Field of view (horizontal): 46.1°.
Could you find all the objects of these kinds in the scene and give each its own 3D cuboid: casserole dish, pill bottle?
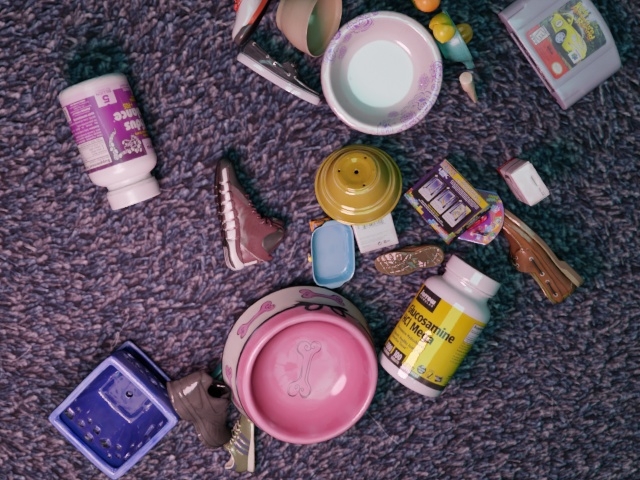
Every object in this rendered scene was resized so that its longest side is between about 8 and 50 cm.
[{"bbox_3d":[0.028,0.031,1.906,0.114,0.037,0.188,-11,115,-15],"label":"casserole dish"},{"bbox_3d":[-0.493,-0.234,1.798,0.169,0.169,0.301,-19,101,2],"label":"pill bottle"},{"bbox_3d":[0.305,0.210,1.893,0.188,0.188,0.334,30,98,-7],"label":"pill bottle"}]

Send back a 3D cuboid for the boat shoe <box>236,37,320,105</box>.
[{"bbox_3d":[-0.090,-0.414,1.830,0.228,0.080,0.076,32,99,1],"label":"boat shoe"}]

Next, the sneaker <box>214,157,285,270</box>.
[{"bbox_3d":[-0.173,-0.073,1.887,0.163,0.106,0.281,-9,98,-18],"label":"sneaker"}]

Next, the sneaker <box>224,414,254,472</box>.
[{"bbox_3d":[-0.219,0.530,1.996,0.086,0.064,0.192,0,103,-7],"label":"sneaker"}]

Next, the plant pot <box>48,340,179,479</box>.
[{"bbox_3d":[-0.498,0.408,1.891,0.236,0.212,0.236,-43,99,7],"label":"plant pot"}]

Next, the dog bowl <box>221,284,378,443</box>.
[{"bbox_3d":[-0.038,0.325,1.885,0.408,0.150,0.408,-3,102,-14],"label":"dog bowl"}]

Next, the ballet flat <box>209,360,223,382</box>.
[{"bbox_3d":[-0.268,0.382,1.962,0.247,0.083,0.087,-44,107,6],"label":"ballet flat"}]

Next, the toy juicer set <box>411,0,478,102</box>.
[{"bbox_3d":[0.318,-0.474,1.760,0.089,0.209,0.329,-30,99,12],"label":"toy juicer set"}]

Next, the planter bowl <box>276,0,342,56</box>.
[{"bbox_3d":[-0.036,-0.528,1.778,0.109,0.162,0.162,23,100,22],"label":"planter bowl"}]

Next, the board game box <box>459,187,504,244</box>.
[{"bbox_3d":[0.372,-0.067,1.882,0.169,0.033,0.133,15,92,26],"label":"board game box"}]

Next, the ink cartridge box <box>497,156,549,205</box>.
[{"bbox_3d":[0.500,-0.147,1.861,0.056,0.135,0.099,-34,99,5],"label":"ink cartridge box"}]

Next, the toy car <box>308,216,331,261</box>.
[{"bbox_3d":[0.000,0.000,1.920,0.060,0.040,0.122,3,100,-2],"label":"toy car"}]

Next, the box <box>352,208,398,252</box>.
[{"bbox_3d":[0.133,-0.033,1.895,0.101,0.087,0.102,-16,101,1],"label":"box"}]

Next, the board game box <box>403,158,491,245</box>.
[{"bbox_3d":[0.314,-0.096,1.868,0.141,0.048,0.170,-40,65,4],"label":"board game box"}]

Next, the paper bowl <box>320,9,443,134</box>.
[{"bbox_3d":[0.141,-0.397,1.799,0.284,0.148,0.284,0,101,-2],"label":"paper bowl"}]

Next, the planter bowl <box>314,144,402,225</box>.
[{"bbox_3d":[0.089,-0.151,1.825,0.217,0.090,0.217,-2,73,6],"label":"planter bowl"}]

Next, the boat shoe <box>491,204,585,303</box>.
[{"bbox_3d":[0.530,0.038,1.908,0.307,0.111,0.104,43,102,-4],"label":"boat shoe"}]

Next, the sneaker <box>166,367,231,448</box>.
[{"bbox_3d":[-0.271,0.421,1.874,0.130,0.109,0.286,-28,138,-3],"label":"sneaker"}]

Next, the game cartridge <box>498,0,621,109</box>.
[{"bbox_3d":[0.598,-0.497,1.845,0.196,0.060,0.294,-38,99,1],"label":"game cartridge"}]

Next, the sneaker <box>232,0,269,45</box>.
[{"bbox_3d":[-0.181,-0.610,1.782,0.145,0.090,0.270,29,95,-6],"label":"sneaker"}]

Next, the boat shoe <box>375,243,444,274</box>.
[{"bbox_3d":[0.229,0.046,1.928,0.178,0.060,0.064,-11,104,14],"label":"boat shoe"}]
